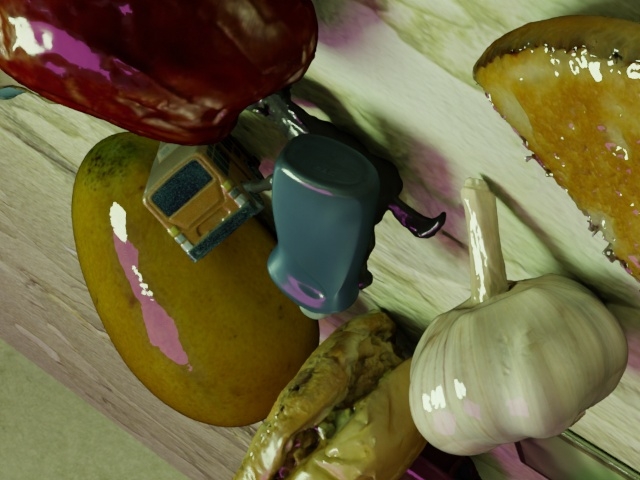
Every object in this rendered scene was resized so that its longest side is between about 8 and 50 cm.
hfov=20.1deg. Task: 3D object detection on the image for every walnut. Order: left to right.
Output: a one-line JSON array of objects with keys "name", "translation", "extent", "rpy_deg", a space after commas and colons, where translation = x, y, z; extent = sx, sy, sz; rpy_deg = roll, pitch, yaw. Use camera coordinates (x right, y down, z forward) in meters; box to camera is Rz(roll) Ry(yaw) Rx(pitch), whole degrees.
[{"name": "walnut", "translation": [-0.141, -0.193, 1.482], "extent": [0.269, 0.221, 0.244], "rpy_deg": [36, -164, -10]}]

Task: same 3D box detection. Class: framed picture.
[{"name": "framed picture", "translation": [0.292, 0.254, 1.925], "extent": [0.231, 0.010, 0.173], "rpy_deg": [32, 160, 30]}]

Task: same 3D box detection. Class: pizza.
[{"name": "pizza", "translation": [0.240, -0.054, 1.161], "extent": [0.323, 0.089, 0.223], "rpy_deg": [20, 147, 54]}]

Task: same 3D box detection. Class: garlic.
[{"name": "garlic", "translation": [0.148, 0.059, 1.531], "extent": [0.199, 0.199, 0.226], "rpy_deg": [0, 111, 65]}]

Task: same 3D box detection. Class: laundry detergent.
[{"name": "laundry detergent", "translation": [0.001, -0.001, 1.624], "extent": [0.097, 0.061, 0.206], "rpy_deg": [20, 140, 13]}]

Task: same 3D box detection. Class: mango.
[{"name": "mango", "translation": [-0.151, 0.039, 2.021], "extent": [0.378, 0.221, 0.264], "rpy_deg": [61, 166, -28]}]

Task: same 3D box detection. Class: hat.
[{"name": "hat", "translation": [0.130, 0.280, 2.206], "extent": [0.205, 0.089, 0.205], "rpy_deg": [32, 160, 13]}]

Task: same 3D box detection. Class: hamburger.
[{"name": "hamburger", "translation": [0.014, 0.222, 1.963], "extent": [0.158, 0.318, 0.318], "rpy_deg": [40, 163, 6]}]

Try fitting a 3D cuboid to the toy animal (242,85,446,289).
[{"name": "toy animal", "translation": [0.007, -0.059, 1.659], "extent": [0.233, 0.084, 0.148], "rpy_deg": [41, 162, 13]}]

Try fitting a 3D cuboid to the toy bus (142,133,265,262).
[{"name": "toy bus", "translation": [-0.119, -0.059, 1.809], "extent": [0.103, 0.091, 0.182], "rpy_deg": [48, -169, -13]}]

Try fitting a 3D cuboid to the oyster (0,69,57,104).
[{"name": "oyster", "translation": [-0.240, -0.208, 1.759], "extent": [0.221, 0.096, 0.361], "rpy_deg": [8, 168, -7]}]

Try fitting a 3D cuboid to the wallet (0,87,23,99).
[{"name": "wallet", "translation": [-0.373, -0.237, 2.063], "extent": [0.176, 0.075, 0.250], "rpy_deg": [44, 162, -19]}]
